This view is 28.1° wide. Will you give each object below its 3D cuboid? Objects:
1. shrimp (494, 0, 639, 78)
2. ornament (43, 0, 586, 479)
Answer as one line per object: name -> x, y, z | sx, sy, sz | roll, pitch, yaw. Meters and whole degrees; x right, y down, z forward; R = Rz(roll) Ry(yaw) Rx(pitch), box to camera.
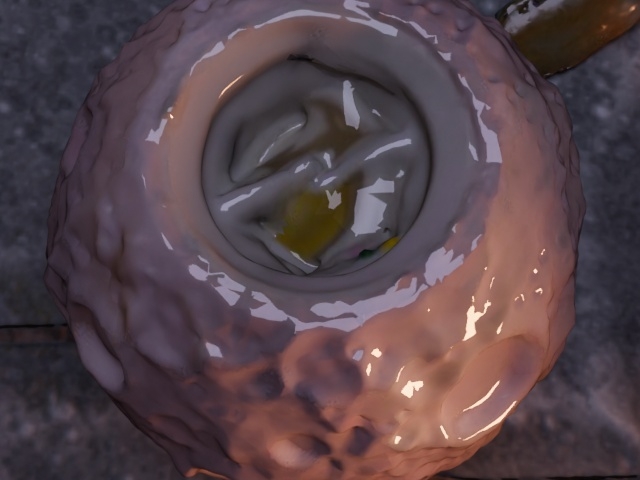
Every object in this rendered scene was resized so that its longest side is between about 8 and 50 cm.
shrimp -> 0.168, -0.229, 0.773 | 0.185, 0.068, 0.287 | 8, 91, -1
ornament -> 0.000, 0.000, 0.618 | 0.259, 0.225, 0.259 | 0, 72, 1
